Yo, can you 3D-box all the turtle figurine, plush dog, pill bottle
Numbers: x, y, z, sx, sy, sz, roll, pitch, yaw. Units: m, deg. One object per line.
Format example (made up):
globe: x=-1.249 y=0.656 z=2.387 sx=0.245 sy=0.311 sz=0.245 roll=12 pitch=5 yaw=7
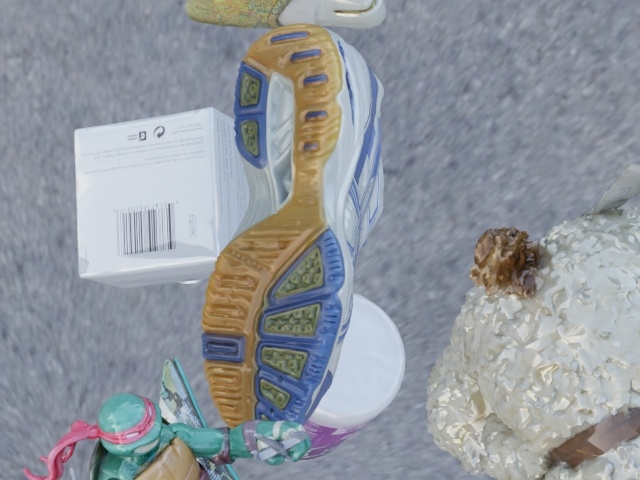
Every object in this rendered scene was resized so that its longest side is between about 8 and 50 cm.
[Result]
turtle figurine: x=-0.088 y=0.166 z=0.927 sx=0.175 sy=0.234 sz=0.118 roll=-37 pitch=45 yaw=-19
plush dog: x=0.179 y=0.105 z=0.848 sx=0.262 sy=0.210 sz=0.225 roll=-32 pitch=67 yaw=16
pill bottle: x=-0.016 y=0.188 z=1.880 sx=0.169 sy=0.301 sz=0.169 roll=7 pitch=67 yaw=-16

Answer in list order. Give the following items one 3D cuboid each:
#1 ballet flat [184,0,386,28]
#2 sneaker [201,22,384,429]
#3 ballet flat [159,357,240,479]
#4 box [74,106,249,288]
ballet flat: x=0.055 y=-0.246 z=1.234 sx=0.348 sy=0.123 sz=0.123 roll=-29 pitch=84 yaw=0
sneaker: x=0.000 y=0.000 z=1.051 sx=0.112 sy=0.131 sz=0.296 roll=8 pitch=87 yaw=29
ballet flat: x=-0.147 y=0.225 z=1.642 sx=0.070 sy=0.070 sz=0.188 roll=-28 pitch=92 yaw=-13
box: x=-0.179 y=-0.046 z=1.705 sx=0.181 sy=0.119 sz=0.182 roll=-7 pitch=79 yaw=19
